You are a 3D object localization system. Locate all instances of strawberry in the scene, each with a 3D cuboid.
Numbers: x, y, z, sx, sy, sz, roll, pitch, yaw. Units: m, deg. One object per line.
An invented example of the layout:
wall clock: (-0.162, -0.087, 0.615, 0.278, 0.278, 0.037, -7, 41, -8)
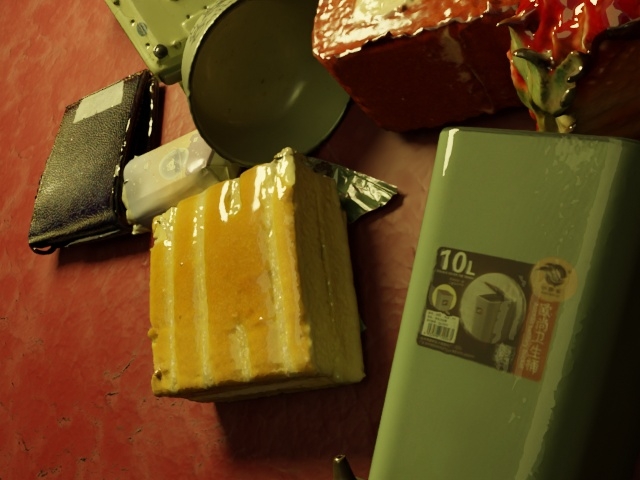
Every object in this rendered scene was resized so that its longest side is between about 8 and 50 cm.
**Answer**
strawberry: (0.268, -0.178, 0.533, 0.280, 0.253, 0.150, -30, 64, 22)

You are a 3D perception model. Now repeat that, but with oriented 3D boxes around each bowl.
bowl: (-0.073, -0.201, 0.827, 0.211, 0.211, 0.112, -55, 42, 8)

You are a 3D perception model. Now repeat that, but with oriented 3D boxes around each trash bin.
trash bin: (0.163, 0.111, 0.541, 0.158, 0.223, 0.343, 10, 83, 37)

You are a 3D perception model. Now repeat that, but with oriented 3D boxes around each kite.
kite: (-0.001, 0.000, 0.823, 0.229, 0.012, 0.250, -34, 59, 26)

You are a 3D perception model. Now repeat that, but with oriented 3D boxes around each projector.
projector: (-0.136, -0.341, 0.880, 0.270, 0.088, 0.193, -33, 93, -5)

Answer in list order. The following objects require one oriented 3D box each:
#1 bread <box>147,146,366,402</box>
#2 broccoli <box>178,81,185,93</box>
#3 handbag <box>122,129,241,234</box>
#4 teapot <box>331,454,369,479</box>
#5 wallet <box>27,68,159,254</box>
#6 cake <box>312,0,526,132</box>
bread: (-0.085, 0.050, 0.795, 0.239, 0.111, 0.246, -16, 70, 33)
broccoli: (-0.258, -0.406, 1.029, 0.353, 0.275, 0.396, 6, 94, 42)
handbag: (-0.184, -0.083, 0.920, 0.173, 0.095, 0.117, -23, 34, 29)
teapot: (0.017, 0.194, 0.455, 0.068, 0.076, 0.121, 35, 131, 46)
wallet: (-0.340, -0.116, 1.075, 0.221, 0.071, 0.262, -13, 65, 37)
cake: (0.137, -0.231, 0.718, 0.283, 0.151, 0.176, -8, 57, 34)
